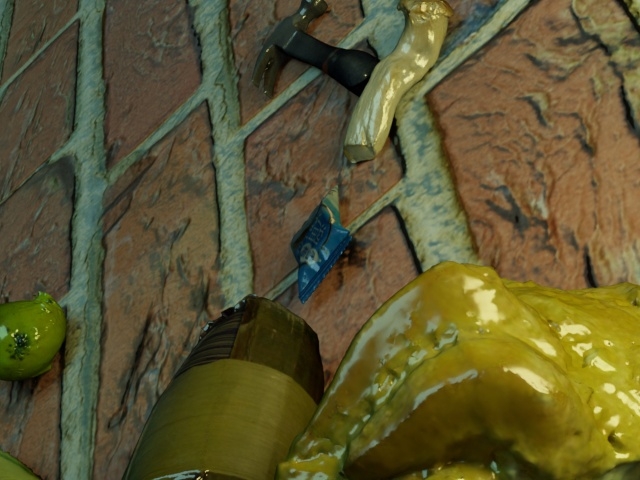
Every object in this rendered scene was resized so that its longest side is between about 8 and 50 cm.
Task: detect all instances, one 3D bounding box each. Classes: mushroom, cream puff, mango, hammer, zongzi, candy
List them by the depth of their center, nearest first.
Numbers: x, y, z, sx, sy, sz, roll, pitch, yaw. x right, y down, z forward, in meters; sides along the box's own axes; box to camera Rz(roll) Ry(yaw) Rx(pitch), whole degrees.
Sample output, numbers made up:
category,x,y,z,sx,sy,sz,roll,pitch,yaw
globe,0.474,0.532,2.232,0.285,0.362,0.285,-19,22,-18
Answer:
category,x,y,z,sx,sy,sz,roll,pitch,yaw
cream puff,0.099,0.134,0.973,0.323,0.270,0.274,-50,24,1
zongzi,-0.128,0.229,1.327,0.317,0.154,0.289,-41,22,37
candy,0.000,0.000,1.491,0.088,0.038,0.136,-56,19,21
mushroom,0.078,-0.174,1.555,0.059,0.054,0.202,16,76,58
hammer,0.003,-0.208,1.708,0.137,0.037,0.290,-51,29,1
mango,-0.382,0.124,1.836,0.119,0.100,0.178,-21,7,-28

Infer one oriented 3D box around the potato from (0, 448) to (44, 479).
category,x,y,z,sx,sy,sz,roll,pitch,yaw
potato,-0.419,0.305,1.660,0.271,0.160,0.111,15,108,50
